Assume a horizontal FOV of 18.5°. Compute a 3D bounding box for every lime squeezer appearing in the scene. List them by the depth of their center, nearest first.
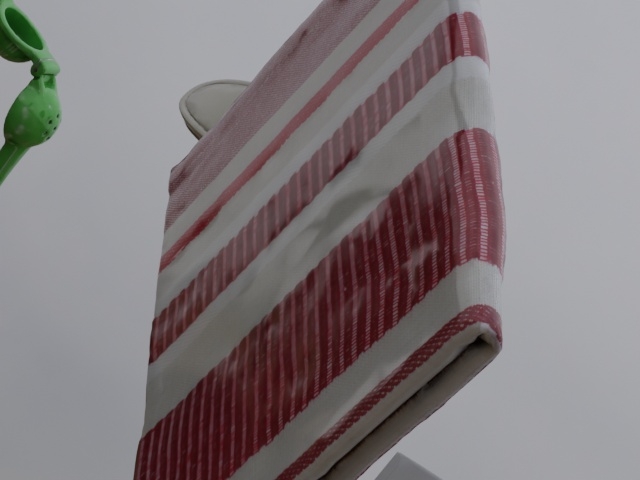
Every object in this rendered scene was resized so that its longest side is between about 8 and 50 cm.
[{"bbox_3d":[-0.264,-0.142,1.628,0.110,0.059,0.310,1,-83,35],"label":"lime squeezer"}]

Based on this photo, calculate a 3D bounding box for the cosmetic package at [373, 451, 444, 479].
[{"bbox_3d":[0.098,0.269,1.595,0.107,0.127,0.238,42,-8,-21],"label":"cosmetic package"}]

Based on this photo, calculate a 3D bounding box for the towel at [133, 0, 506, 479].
[{"bbox_3d":[0.000,0.000,0.881,0.037,0.237,0.329,30,34,-22],"label":"towel"}]

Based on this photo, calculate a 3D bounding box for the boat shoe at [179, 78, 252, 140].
[{"bbox_3d":[-0.024,-0.057,1.480,0.206,0.075,0.065,27,-35,30],"label":"boat shoe"}]
